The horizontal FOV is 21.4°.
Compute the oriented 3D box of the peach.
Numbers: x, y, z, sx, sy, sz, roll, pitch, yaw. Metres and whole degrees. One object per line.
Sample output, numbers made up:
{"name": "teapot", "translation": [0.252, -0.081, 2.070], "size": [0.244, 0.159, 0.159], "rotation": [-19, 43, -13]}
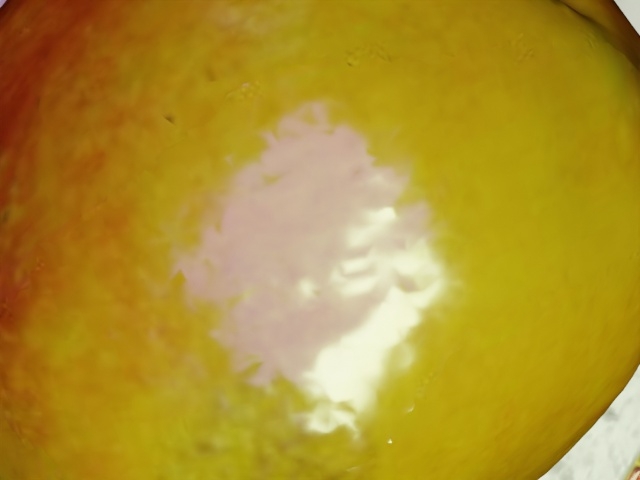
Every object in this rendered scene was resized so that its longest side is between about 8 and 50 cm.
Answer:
{"name": "peach", "translation": [0.000, 0.000, 0.788], "size": [0.372, 0.290, 0.373], "rotation": [-1, 97, -7]}
